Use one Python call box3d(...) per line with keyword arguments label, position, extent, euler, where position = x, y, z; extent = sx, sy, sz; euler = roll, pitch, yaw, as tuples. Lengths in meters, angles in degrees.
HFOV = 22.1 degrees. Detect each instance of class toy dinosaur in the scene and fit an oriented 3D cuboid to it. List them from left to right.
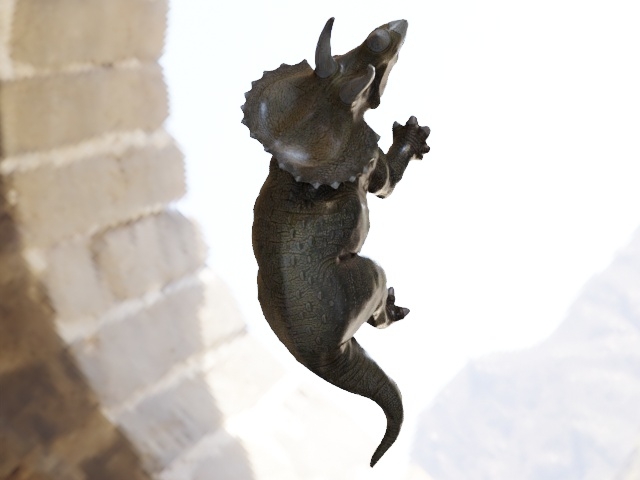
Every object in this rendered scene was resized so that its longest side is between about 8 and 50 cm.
box3d(label="toy dinosaur", position=(0.000, 0.000, 1.058), extent=(0.160, 0.121, 0.314), euler=(-23, -57, -60))
